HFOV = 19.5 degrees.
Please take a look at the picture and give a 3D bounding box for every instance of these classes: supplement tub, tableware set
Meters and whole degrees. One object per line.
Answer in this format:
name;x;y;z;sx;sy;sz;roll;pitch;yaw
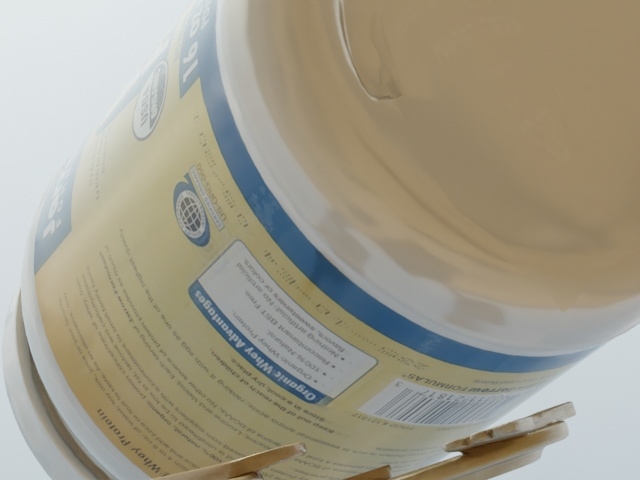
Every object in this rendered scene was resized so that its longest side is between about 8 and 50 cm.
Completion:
supplement tub;0.000;0.000;0.537;0.144;0.199;0.144;16;-126;-24
tableware set;-0.038;0.061;0.366;0.141;0.168;0.020;-9;-101;-54
